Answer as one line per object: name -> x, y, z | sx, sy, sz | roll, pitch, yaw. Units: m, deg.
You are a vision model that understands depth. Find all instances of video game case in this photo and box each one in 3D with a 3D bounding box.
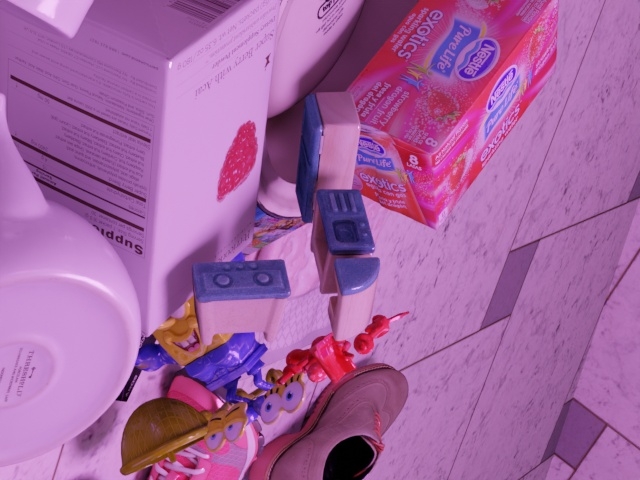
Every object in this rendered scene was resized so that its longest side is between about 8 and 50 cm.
video game case -> -0.084, -0.004, 1.957 | 0.166, 0.015, 0.119 | -28, 166, 17

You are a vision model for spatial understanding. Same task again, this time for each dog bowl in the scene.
dog bowl -> -0.016, -0.233, 1.807 | 0.408, 0.150, 0.408 | -48, 154, -33

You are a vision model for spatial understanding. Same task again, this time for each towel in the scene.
towel -> 0.000, 0.000, 2.245 | 0.332, 0.053, 0.317 | -18, 131, -63

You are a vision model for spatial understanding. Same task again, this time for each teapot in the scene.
teapot -> -0.279, 0.053, 1.496 | 0.256, 0.187, 0.252 | -37, 137, 3

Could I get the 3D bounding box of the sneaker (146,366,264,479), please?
sneaker -> -0.151, 0.283, 2.131 | 0.136, 0.116, 0.313 | -43, 150, -37

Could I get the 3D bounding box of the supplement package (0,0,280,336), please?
supplement package -> -0.160, -0.101, 1.582 | 0.177, 0.175, 0.293 | -45, 152, -45

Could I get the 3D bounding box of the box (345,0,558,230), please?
box -> 0.131, -0.155, 1.858 | 0.257, 0.123, 0.128 | -52, 155, -28

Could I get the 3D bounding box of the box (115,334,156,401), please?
box -> -0.219, 0.106, 1.886 | 0.116, 0.029, 0.162 | -64, 160, 1

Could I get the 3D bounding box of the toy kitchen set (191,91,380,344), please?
toy kitchen set -> -0.040, -0.023, 1.633 | 0.207, 0.166, 0.122 | -104, -164, -47

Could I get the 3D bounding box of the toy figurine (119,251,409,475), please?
toy figurine -> -0.116, 0.082, 1.862 | 0.362, 0.217, 0.191 | -30, -174, 47

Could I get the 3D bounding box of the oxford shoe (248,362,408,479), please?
oxford shoe -> 0.047, 0.280, 2.522 | 0.348, 0.130, 0.123 | -41, 123, -47

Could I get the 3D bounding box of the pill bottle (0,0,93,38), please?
pill bottle -> -0.164, -0.323, 1.303 | 0.334, 0.188, 0.188 | -63, 159, -1
